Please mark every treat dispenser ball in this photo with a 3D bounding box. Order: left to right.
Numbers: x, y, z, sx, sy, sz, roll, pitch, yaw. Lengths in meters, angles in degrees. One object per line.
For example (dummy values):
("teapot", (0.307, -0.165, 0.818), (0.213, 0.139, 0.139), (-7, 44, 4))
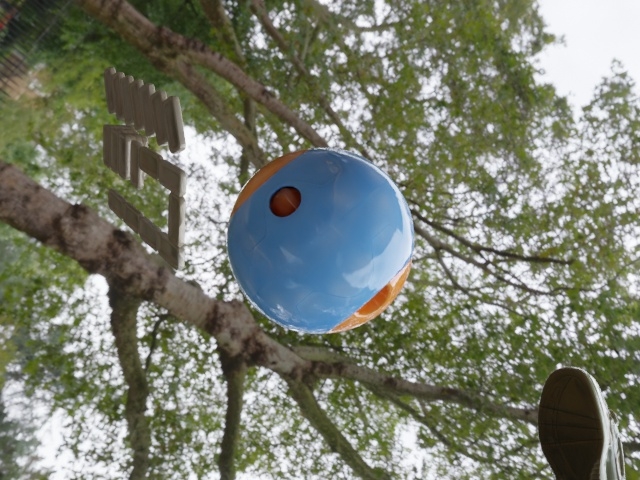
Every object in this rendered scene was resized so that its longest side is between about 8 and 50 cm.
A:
("treat dispenser ball", (0.000, 0.000, 0.828), (0.288, 0.288, 0.288), (-28, -140, 26))

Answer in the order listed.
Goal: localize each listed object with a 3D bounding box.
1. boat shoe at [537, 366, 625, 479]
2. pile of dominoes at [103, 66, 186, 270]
("boat shoe", (0.218, 0.177, 0.432), (0.056, 0.048, 0.152), (-20, -103, 52))
("pile of dominoes", (-0.211, -0.100, 0.667), (0.251, 0.040, 0.195), (30, -60, 44))
